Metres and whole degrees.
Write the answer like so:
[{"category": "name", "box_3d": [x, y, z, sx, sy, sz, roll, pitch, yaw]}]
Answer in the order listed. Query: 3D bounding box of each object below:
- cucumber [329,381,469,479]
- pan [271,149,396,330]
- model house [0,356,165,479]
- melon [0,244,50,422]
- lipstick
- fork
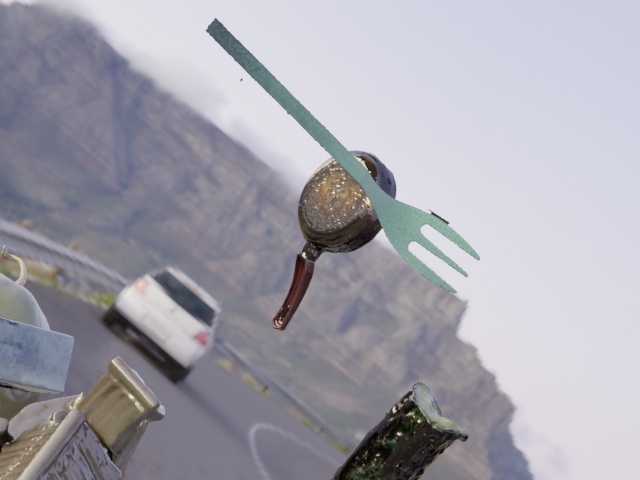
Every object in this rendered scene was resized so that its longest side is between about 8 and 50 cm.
[{"category": "cucumber", "box_3d": [0.034, 0.269, 1.117, 0.072, 0.303, 0.081, 5, 38, -50]}, {"category": "pan", "box_3d": [-0.002, -0.001, 1.164, 0.040, 0.212, 0.115, 24, 11, -44]}, {"category": "model house", "box_3d": [-0.235, 0.192, 0.970, 0.122, 0.229, 0.188, 44, -44, 1]}, {"category": "melon", "box_3d": [-0.478, 0.162, 1.406, 0.272, 0.308, 0.272, 40, -1, 1]}, {"category": "lipstick", "box_3d": [-0.391, 0.103, 1.166, 0.077, 0.076, 0.290, 1, -16, 36]}, {"category": "fork", "box_3d": [0.014, -0.051, 0.680, 0.235, 0.039, 0.021, 43, -19, -24]}]
